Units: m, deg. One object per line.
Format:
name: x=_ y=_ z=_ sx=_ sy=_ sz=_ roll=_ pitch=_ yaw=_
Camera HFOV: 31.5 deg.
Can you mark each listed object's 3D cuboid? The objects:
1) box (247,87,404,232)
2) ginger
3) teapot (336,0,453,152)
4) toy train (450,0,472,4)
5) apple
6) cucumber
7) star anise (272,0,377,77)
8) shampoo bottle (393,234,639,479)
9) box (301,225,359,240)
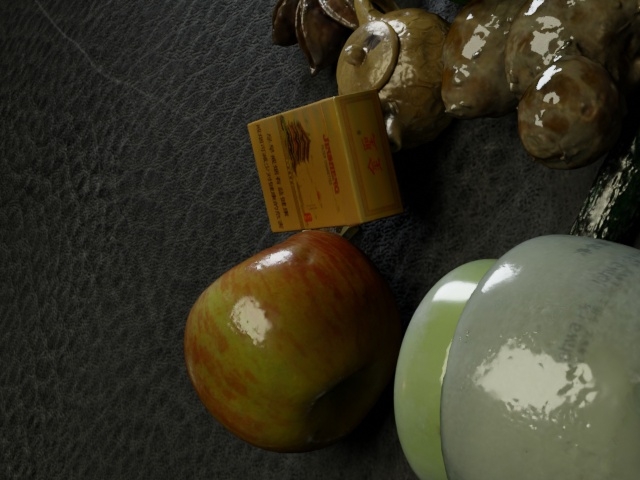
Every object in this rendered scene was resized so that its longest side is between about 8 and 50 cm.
box: x=0.002 y=-0.105 z=1.603 sx=0.274 sy=0.076 sz=0.174 roll=-5 pitch=100 yaw=61
ginger: x=0.263 y=-0.227 z=1.391 sx=0.256 sy=0.176 sz=0.375 roll=-48 pitch=31 yaw=-4
teapot: x=0.095 y=-0.250 z=1.612 sx=0.203 sy=0.167 sz=0.311 roll=-34 pitch=50 yaw=36
toy train: x=0.197 y=-0.420 z=1.499 sx=0.307 sy=0.248 sz=0.174 roll=11 pitch=84 yaw=53
apple: x=-0.028 y=0.143 z=1.514 sx=0.301 sy=0.301 sz=0.302 roll=-23 pitch=58 yaw=42
cucumber: x=0.361 y=-0.085 z=1.314 sx=0.067 sy=0.067 sz=0.294 roll=33 pitch=100 yaw=50
star anise: x=0.018 y=-0.428 z=1.830 sx=0.315 sy=0.108 sz=0.315 roll=-28 pitch=52 yaw=42
shampoo bottle: x=0.259 y=0.156 z=1.125 sx=0.317 sy=0.322 sz=0.323 roll=2 pitch=76 yaw=42
box: x=0.000 y=0.000 z=1.732 sx=0.149 sy=0.020 sz=0.073 roll=-47 pitch=43 yaw=25
